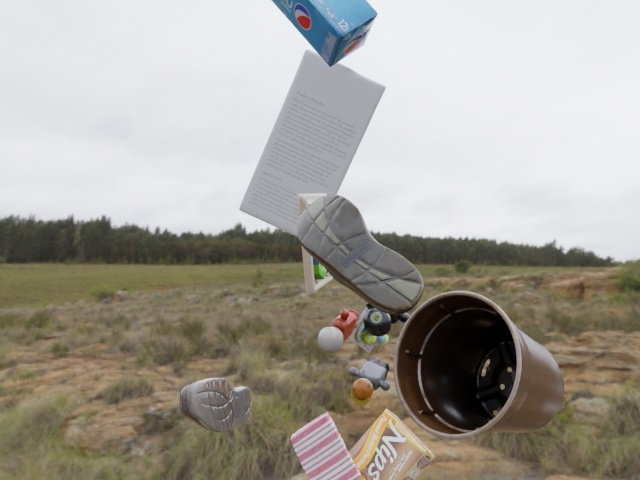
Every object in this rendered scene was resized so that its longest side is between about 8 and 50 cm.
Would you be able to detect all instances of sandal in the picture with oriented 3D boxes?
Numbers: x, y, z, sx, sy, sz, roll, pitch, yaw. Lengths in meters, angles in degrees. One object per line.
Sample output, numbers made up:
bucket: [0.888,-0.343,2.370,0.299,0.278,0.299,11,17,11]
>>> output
sandal: [0.045,0.019,0.573,0.219,0.090,0.060,42,-19,37]

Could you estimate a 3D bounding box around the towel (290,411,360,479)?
towel: [0.012,0.619,1.310,0.144,0.197,0.029,-37,-25,10]

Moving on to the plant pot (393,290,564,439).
plant pot: [0.207,0.167,0.569,0.165,0.167,0.167,26,-20,-36]

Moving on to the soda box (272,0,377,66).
soda box: [-0.021,-0.349,0.625,0.210,0.071,0.067,50,-19,3]

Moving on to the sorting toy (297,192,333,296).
sorting toy: [0.000,0.000,0.919,0.038,0.193,0.208,-4,5,12]

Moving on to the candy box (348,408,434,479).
candy box: [0.172,0.705,1.393,0.183,0.316,0.087,38,-8,47]

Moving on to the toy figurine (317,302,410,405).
toy figurine: [0.124,0.239,1.008,0.213,0.209,0.148,-27,2,33]

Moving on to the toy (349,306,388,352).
toy: [0.176,0.295,1.471,0.056,0.137,0.237,36,-6,32]

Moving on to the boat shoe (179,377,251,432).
boat shoe: [-0.294,0.445,1.208,0.130,0.132,0.355,-8,-26,9]

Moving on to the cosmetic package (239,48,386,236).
cosmetic package: [-0.023,-0.248,1.255,0.230,0.453,0.161,25,10,-1]
